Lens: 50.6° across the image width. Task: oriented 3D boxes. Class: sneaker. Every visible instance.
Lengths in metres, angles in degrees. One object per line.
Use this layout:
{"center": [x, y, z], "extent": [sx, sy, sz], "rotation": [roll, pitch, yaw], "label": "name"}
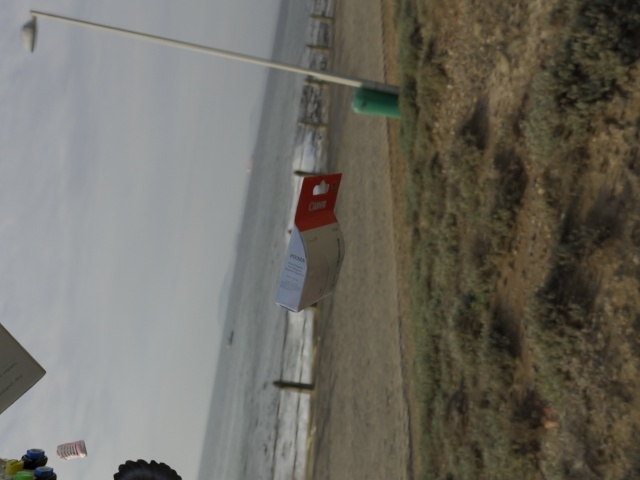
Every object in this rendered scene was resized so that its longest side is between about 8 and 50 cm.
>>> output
{"center": [-0.684, 0.579, 1.857], "extent": [0.134, 0.070, 0.051], "rotation": [-25, 78, 59], "label": "sneaker"}

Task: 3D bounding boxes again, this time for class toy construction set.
{"center": [-0.585, 0.424, 1.191], "extent": [0.327, 0.215, 0.151], "rotation": [32, 109, 57], "label": "toy construction set"}

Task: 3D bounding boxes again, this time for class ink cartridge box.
{"center": [0.000, 0.000, 1.239], "extent": [0.189, 0.066, 0.232], "rotation": [-19, -50, -66], "label": "ink cartridge box"}

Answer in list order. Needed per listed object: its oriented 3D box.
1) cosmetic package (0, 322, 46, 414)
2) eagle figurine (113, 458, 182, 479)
{"center": [-0.968, 0.258, 1.648], "extent": [0.327, 0.329, 0.394], "rotation": [-44, -46, -25], "label": "cosmetic package"}
{"center": [-0.342, 0.626, 1.394], "extent": [0.298, 0.226, 0.225], "rotation": [29, 131, 43], "label": "eagle figurine"}
